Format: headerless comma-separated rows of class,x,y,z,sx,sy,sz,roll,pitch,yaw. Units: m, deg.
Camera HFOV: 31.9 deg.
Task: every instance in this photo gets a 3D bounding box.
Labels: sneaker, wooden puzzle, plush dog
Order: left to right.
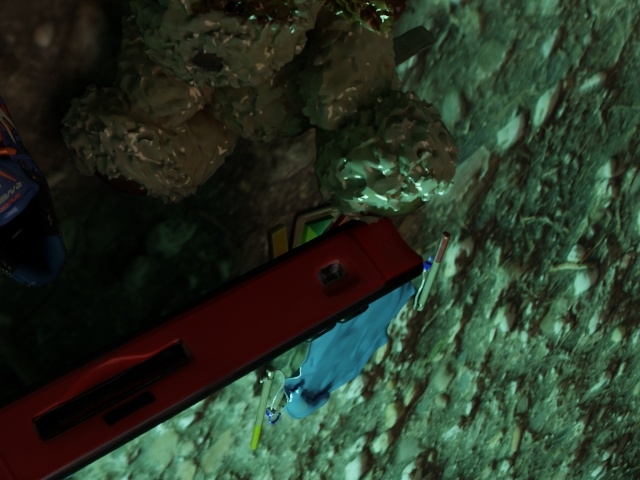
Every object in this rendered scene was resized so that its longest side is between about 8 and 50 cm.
sneaker,-0.204,-0.051,0.661,0.083,0.087,0.221,-42,146,-14
plush dog,-0.041,-0.144,0.678,0.225,0.262,0.211,63,37,-64
wooden puzzle,0.000,0.000,1.010,0.116,0.014,0.079,-25,139,-34

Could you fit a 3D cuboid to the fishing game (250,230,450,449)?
fishing game,0.023,0.095,1.099,0.264,0.041,0.189,-38,156,-29

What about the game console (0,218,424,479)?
game console,-0.132,0.120,0.790,0.386,0.060,0.342,-27,171,-30
